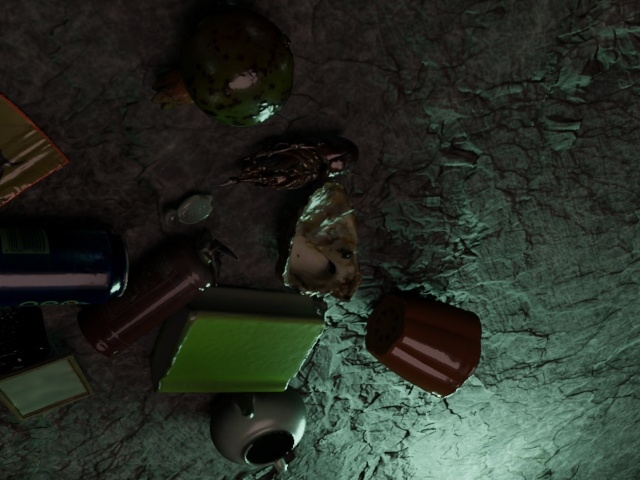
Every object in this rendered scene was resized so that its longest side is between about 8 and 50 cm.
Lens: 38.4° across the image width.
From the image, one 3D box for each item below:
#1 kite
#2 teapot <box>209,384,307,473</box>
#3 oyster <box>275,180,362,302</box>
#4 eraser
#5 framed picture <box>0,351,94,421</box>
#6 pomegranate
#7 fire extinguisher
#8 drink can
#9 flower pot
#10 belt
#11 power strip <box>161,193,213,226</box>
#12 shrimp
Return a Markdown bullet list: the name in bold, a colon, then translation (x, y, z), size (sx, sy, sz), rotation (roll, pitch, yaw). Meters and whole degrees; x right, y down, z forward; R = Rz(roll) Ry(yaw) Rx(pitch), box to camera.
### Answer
- **kite**: translation (-0.510, -0.124, 1.187), size (0.378, 0.013, 0.327), rotation (-3, 131, -26)
- **teapot**: translation (-0.117, 0.363, 1.794), size (0.193, 0.129, 0.294), rotation (-25, 138, -4)
- **oyster**: translation (0.004, -0.004, 1.525), size (0.166, 0.094, 0.294), rotation (-11, 139, -18)
- **eraser**: translation (-0.152, 0.182, 1.630), size (0.274, 0.092, 0.210), rotation (4, 129, -34)
- **framed picture**: translation (-0.460, 0.246, 1.531), size (0.136, 0.010, 0.201), rotation (-19, 155, -12)
- **pomegranate**: translation (-0.129, -0.221, 1.213), size (0.205, 0.159, 0.159), rotation (-15, 143, 22)
- **fire extinguisher**: translation (-0.251, 0.079, 1.460), size (0.269, 0.104, 0.105), rotation (-35, 138, 5)
- **drink can**: translation (-0.388, 0.037, 1.333), size (0.205, 0.118, 0.118), rotation (2, 129, -29)
- **flower pot**: translation (0.188, 0.192, 1.773), size (0.173, 0.190, 0.190), rotation (23, 117, -31)
- **belt**: translation (-0.489, 0.159, 1.368), size (0.151, 0.078, 0.198), rotation (-9, 168, -38)
- **power strip**: translation (-0.207, -0.049, 1.423), size (0.083, 0.035, 0.055), rotation (-24, 140, -27)
- **shrimp**: translation (-0.053, -0.110, 1.411), size (0.233, 0.079, 0.090), rotation (-16, 132, -8)
